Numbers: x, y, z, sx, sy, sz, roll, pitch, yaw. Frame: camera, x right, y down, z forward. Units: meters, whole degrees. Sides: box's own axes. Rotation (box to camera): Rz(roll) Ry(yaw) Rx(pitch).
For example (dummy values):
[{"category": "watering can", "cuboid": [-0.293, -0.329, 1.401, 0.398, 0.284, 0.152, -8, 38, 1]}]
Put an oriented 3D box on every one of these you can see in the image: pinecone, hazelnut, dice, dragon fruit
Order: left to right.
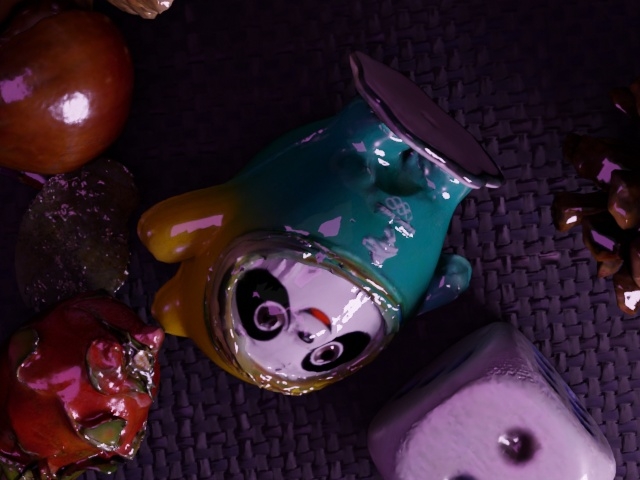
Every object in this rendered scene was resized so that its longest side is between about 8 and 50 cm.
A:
[{"category": "hazelnut", "cuboid": [-0.306, -0.168, 1.823, 0.251, 0.217, 0.217, 41, 101, 32]}, {"category": "dragon fruit", "cuboid": [-0.252, 0.177, 1.884, 0.200, 0.198, 0.269, 22, 105, 44]}, {"category": "dice", "cuboid": [0.172, 0.209, 1.859, 0.192, 0.193, 0.194, -37, 93, 10]}, {"category": "pinecone", "cuboid": [0.399, -0.034, 1.747, 0.384, 0.384, 0.384, 1, 99, 4]}]

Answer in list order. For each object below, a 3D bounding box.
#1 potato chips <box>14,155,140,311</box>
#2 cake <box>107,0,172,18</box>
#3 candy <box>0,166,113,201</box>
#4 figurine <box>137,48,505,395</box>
[{"category": "potato chips", "cuboid": [-0.250, 0.000, 1.921, 0.209, 0.026, 0.142, -36, 110, 25]}, {"category": "cake", "cuboid": [-0.161, -0.386, 1.751, 0.227, 0.222, 0.286, 39, 85, -16]}, {"category": "candy", "cuboid": [-0.292, -0.074, 1.926, 0.175, 0.045, 0.043, 24, 69, -1]}, {"category": "figurine", "cuboid": [0.000, 0.000, 1.836, 0.324, 0.231, 0.340, 35, 108, -27]}]
